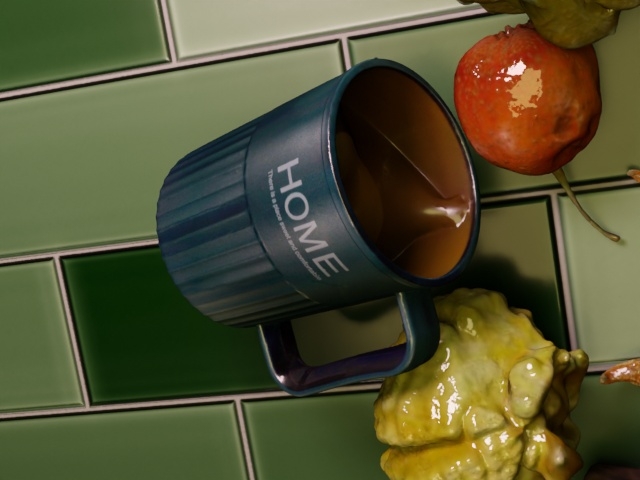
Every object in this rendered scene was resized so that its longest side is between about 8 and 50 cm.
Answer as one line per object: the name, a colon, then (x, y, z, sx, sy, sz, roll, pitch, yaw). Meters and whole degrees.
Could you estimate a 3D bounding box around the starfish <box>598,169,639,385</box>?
starfish: (0.467, 0.036, 1.181, 0.302, 0.084, 0.293, 4, 100, 27)

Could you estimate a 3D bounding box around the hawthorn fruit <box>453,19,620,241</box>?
hawthorn fruit: (0.254, -0.107, 1.202, 0.165, 0.165, 0.285, -16, 113, 18)

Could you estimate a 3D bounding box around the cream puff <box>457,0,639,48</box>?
cream puff: (0.245, -0.365, 1.014, 0.276, 0.378, 0.378, -7, 100, 31)

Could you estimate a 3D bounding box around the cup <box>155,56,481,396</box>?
cup: (0.006, -0.013, 1.194, 0.292, 0.242, 0.308, -17, 117, 40)

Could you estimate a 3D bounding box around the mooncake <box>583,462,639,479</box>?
mooncake: (0.426, 0.341, 1.159, 0.326, 0.174, 0.333, 1, 120, 41)

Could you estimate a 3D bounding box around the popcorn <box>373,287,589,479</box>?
popcorn: (0.179, 0.194, 1.214, 0.257, 0.224, 0.270, -57, 42, 22)
